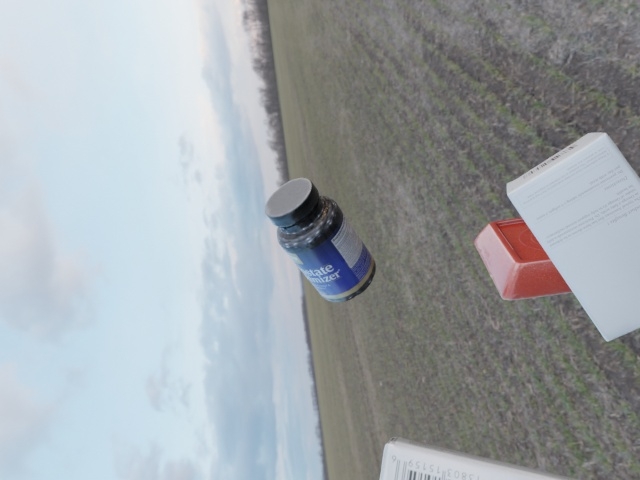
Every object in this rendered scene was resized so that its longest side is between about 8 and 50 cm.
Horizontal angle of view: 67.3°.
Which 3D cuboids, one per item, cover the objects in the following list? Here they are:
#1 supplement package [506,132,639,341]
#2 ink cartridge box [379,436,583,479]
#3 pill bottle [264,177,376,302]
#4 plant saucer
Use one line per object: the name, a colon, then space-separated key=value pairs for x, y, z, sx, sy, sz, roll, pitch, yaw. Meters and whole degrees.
supplement package: x=0.289 y=-0.009 z=0.498 sx=0.179 sy=0.105 sz=0.105 roll=57 pitch=-157 yaw=1
ink cartridge box: x=0.168 y=0.304 z=0.361 sx=0.060 sy=0.275 sz=0.239 roll=55 pitch=-135 yaw=-68
pill bottle: x=0.000 y=0.000 z=0.849 sx=0.219 sy=0.122 sz=0.123 roll=53 pitch=-164 yaw=-34
plant saucer: x=0.401 y=0.005 z=0.786 sx=0.258 sy=0.259 sz=0.048 roll=-70 pitch=-32 yaw=-69
